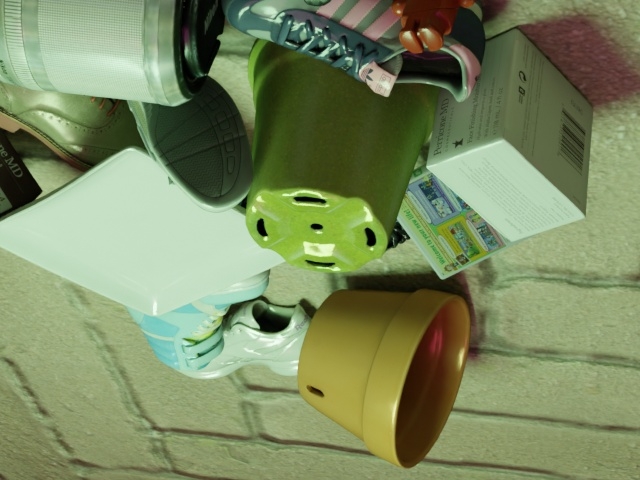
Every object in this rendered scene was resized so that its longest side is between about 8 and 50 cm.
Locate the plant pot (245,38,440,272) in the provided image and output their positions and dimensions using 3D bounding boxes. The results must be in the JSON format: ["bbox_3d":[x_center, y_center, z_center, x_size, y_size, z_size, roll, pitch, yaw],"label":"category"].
[{"bbox_3d":[0.017,-0.109,1.603,0.276,0.254,0.276,8,147,5],"label":"plant pot"}]

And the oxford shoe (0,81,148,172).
[{"bbox_3d":[-0.325,-0.184,1.726,0.348,0.123,0.130,20,141,-14],"label":"oxford shoe"}]

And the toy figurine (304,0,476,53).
[{"bbox_3d":[0.089,-0.333,1.353,0.209,0.148,0.213,22,148,-4],"label":"toy figurine"}]

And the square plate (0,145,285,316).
[{"bbox_3d":[-0.255,-0.012,1.823,0.347,0.049,0.344,-24,141,36],"label":"square plate"}]

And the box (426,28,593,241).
[{"bbox_3d":[0.240,-0.129,1.565,0.119,0.181,0.182,-20,135,39],"label":"box"}]

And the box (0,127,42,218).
[{"bbox_3d":[-0.560,-0.069,1.848,0.167,0.203,0.168,-34,91,48],"label":"box"}]

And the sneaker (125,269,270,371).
[{"bbox_3d":[-0.181,0.120,2.081,0.319,0.127,0.208,-5,121,39],"label":"sneaker"}]

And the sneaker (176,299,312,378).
[{"bbox_3d":[-0.145,0.162,2.224,0.305,0.114,0.152,-5,130,18],"label":"sneaker"}]

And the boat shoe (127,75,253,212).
[{"bbox_3d":[-0.179,-0.157,1.589,0.118,0.320,0.103,-31,155,-11],"label":"boat shoe"}]

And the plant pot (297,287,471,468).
[{"bbox_3d":[0.096,0.203,2.052,0.203,0.291,0.291,16,151,25],"label":"plant pot"}]

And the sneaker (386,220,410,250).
[{"bbox_3d":[0.118,-0.026,1.844,0.232,0.091,0.081,-4,143,23],"label":"sneaker"}]

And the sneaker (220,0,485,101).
[{"bbox_3d":[0.041,-0.237,1.470,0.318,0.131,0.112,4,153,-7],"label":"sneaker"}]

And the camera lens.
[{"bbox_3d":[-0.259,-0.278,1.468,0.274,0.219,0.219,8,147,7],"label":"camera lens"}]

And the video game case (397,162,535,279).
[{"bbox_3d":[0.213,-0.049,1.776,0.193,0.023,0.212,-27,134,13],"label":"video game case"}]

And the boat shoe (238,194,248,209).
[{"bbox_3d":[-0.138,-0.018,1.940,0.109,0.089,0.258,34,141,-30],"label":"boat shoe"}]
